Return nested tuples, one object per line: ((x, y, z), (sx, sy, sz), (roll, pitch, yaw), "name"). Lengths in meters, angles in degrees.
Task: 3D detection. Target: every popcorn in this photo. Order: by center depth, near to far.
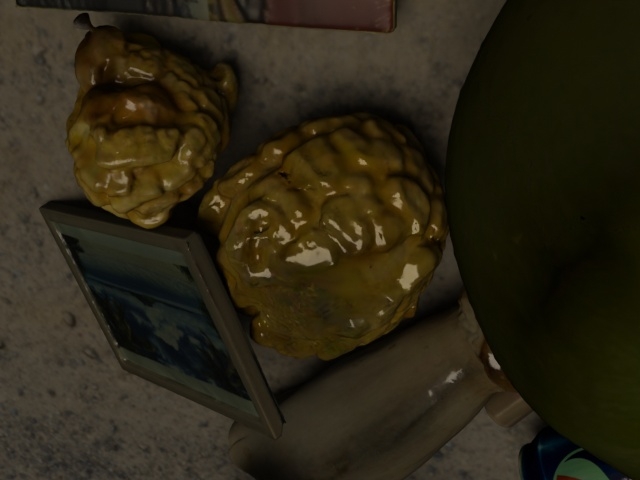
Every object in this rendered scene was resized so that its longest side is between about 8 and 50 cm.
((-0.159, -0.106, 0.922), (0.163, 0.194, 0.140), (5, 140, -35), "popcorn")
((0.000, 0.000, 0.927), (0.250, 0.190, 0.250), (3, 127, 4), "popcorn")

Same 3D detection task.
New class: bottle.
((0.218, 0.154, 1.028), (0.045, 0.045, 0.096), (41, 121, -9), "bottle")

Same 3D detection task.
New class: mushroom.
((0.073, 0.181, 1.040), (0.407, 0.137, 0.154), (-35, 92, 38), "mushroom")

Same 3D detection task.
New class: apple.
((0.308, -0.036, 0.668), (0.474, 0.473, 0.473), (8, 122, 13), "apple")

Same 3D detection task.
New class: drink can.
((0.310, 0.222, 0.995), (0.205, 0.118, 0.118), (-28, 108, 30), "drink can")

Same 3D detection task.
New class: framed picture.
((-0.171, 0.074, 1.025), (0.315, 0.024, 0.232), (9, 128, 50), "framed picture")

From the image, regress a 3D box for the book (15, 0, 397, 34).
((-0.116, -0.315, 0.833), (0.374, 0.028, 0.262), (8, 122, 15), "book")
